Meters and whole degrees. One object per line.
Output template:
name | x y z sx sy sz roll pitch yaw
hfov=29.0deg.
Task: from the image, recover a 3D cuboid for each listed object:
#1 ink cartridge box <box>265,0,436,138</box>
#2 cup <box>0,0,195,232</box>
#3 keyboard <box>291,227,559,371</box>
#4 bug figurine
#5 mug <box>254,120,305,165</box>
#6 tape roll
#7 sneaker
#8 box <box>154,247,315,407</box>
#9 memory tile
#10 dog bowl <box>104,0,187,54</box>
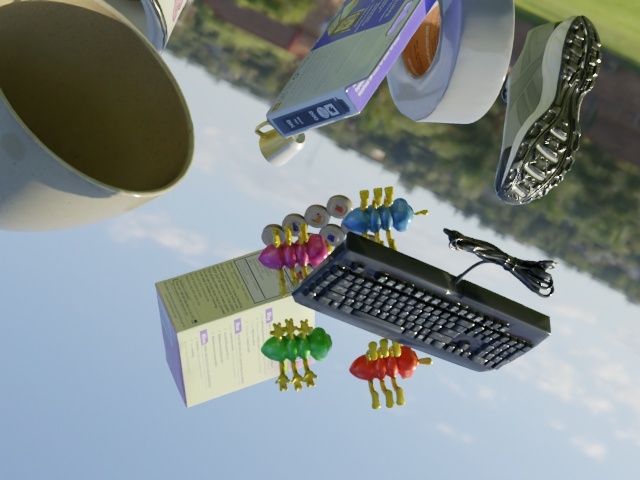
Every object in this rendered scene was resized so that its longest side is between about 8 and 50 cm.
ink cartridge box | 0.053 -0.217 1.383 0.045 0.206 0.208 43 153 -21
cup | -0.364 -0.142 1.614 0.331 0.237 0.331 34 -142 -31
keyboard | 0.145 0.063 1.418 0.317 0.201 0.033 22 -141 -31
bug figurine | 0.031 0.069 1.536 0.216 0.279 0.072 -4 -168 -10
mug | -0.063 -0.163 2.035 0.078 0.062 0.064 1 160 -44
tape roll | 0.151 -0.252 1.497 0.072 0.219 0.219 1 -164 -21
sneaker | 0.289 -0.172 1.658 0.100 0.272 0.108 32 163 -38
box | -0.140 0.142 2.094 0.243 0.214 0.117 -17 -129 -14
memory tile | 0.000 0.000 1.743 0.113 0.148 0.012 54 -153 -25
dog bowl | -0.378 -0.486 2.028 0.408 0.150 0.408 30 158 14
